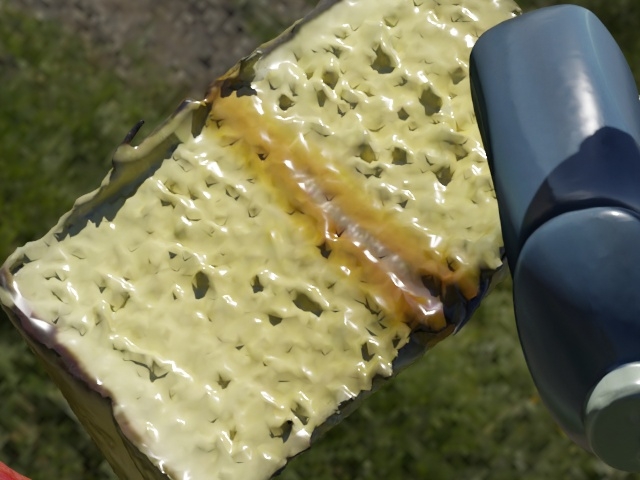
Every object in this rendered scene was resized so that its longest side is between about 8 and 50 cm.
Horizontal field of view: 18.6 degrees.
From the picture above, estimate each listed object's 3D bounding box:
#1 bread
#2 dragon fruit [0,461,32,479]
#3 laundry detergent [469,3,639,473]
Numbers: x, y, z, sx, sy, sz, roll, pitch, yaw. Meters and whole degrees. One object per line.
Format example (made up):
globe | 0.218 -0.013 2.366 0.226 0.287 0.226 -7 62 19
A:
bread | 0.000 0.000 0.867 0.178 0.266 0.142 47 -16 16
dragon fruit | -0.295 0.253 1.418 0.241 0.241 0.252 30 10 -26
laundry detergent | 0.092 0.004 0.659 0.206 0.061 0.097 -93 166 -55
